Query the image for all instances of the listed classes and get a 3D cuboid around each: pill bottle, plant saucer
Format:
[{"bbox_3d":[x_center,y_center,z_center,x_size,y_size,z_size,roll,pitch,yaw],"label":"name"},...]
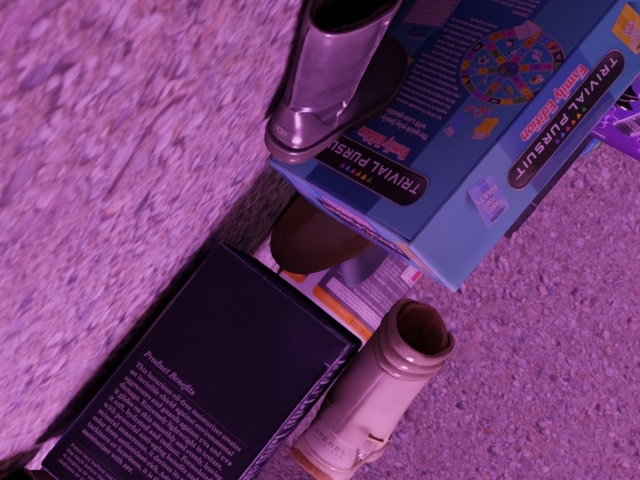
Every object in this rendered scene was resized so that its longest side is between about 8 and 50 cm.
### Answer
[{"bbox_3d":[0.080,0.005,1.869,0.278,0.162,0.162,-49,173,-4],"label":"pill bottle"},{"bbox_3d":[0.073,-0.032,1.698,0.195,0.037,0.195,-53,-165,21],"label":"plant saucer"}]

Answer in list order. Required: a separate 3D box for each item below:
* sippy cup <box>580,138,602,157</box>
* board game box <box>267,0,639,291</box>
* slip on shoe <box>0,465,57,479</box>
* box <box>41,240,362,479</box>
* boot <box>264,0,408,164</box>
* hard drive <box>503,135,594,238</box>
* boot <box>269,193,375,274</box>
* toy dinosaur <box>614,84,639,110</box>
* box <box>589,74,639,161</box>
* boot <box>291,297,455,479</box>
[{"bbox_3d":[0.327,-0.207,2.137,0.224,0.240,0.305,-31,138,-38],"label":"sippy cup"},{"bbox_3d":[0.140,-0.142,1.217,0.336,0.079,0.254,-49,-144,-5],"label":"board game box"},{"bbox_3d":[-0.291,0.241,1.281,0.041,0.051,0.135,-63,164,9],"label":"slip on shoe"},{"bbox_3d":[-0.114,0.171,1.435,0.294,0.183,0.296,-51,174,-1],"label":"box"},{"bbox_3d":[0.031,-0.169,1.101,0.189,0.076,0.208,-48,166,-31],"label":"boot"},{"bbox_3d":[0.305,-0.200,1.933,0.064,0.237,0.339,24,108,-47],"label":"hard drive"},{"bbox_3d":[0.069,-0.085,1.618,0.295,0.104,0.211,-41,-172,16],"label":"boot"},{"bbox_3d":[0.202,-0.201,1.368,0.218,0.322,0.164,-18,144,-4],"label":"toy dinosaur"},{"bbox_3d":[0.409,-0.214,1.714,0.103,0.261,0.184,-66,-175,-33],"label":"box"},{"bbox_3d":[0.077,0.155,1.497,0.203,0.095,0.262,-55,169,18],"label":"boot"}]
